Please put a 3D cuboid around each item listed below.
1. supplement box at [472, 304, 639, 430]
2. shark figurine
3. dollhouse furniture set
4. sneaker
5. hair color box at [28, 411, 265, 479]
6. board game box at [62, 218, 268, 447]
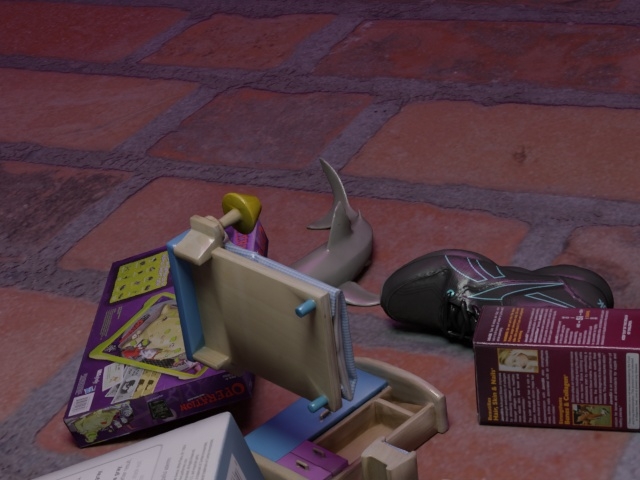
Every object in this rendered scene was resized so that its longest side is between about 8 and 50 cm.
[{"bbox_3d":[0.258,0.131,1.434,0.188,0.104,0.081,1,29,16],"label":"supplement box"},{"bbox_3d":[0.023,-0.011,1.756,0.166,0.116,0.278,4,32,18],"label":"shark figurine"},{"bbox_3d":[0.034,0.103,1.334,0.286,0.303,0.198,19,39,40],"label":"dollhouse furniture set"},{"bbox_3d":[0.193,0.075,1.563,0.267,0.101,0.106,1,31,16],"label":"sneaker"},{"bbox_3d":[-0.231,0.289,1.145,0.374,0.114,0.185,-20,21,12],"label":"hair color box"},{"bbox_3d":[-0.171,0.098,1.625,0.208,0.056,0.347,-21,26,13],"label":"board game box"}]
